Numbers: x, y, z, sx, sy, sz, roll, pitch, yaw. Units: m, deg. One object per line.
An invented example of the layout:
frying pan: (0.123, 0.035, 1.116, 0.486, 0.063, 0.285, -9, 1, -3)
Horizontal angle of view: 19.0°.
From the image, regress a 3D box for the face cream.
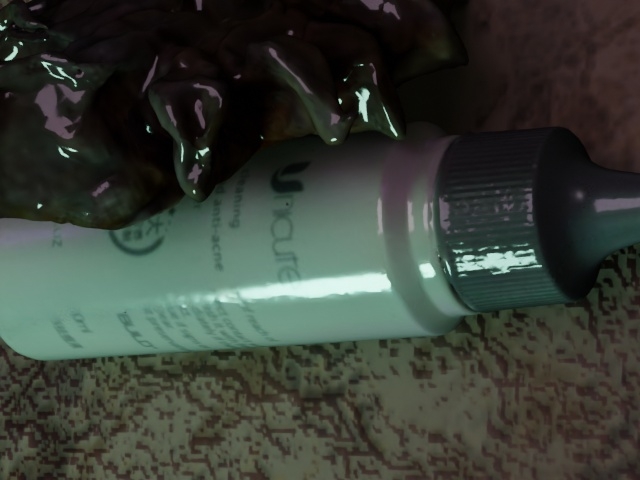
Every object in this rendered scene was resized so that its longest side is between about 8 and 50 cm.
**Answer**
face cream: (0.000, 0.000, 0.803, 0.311, 0.092, 0.092, -4, 74, 31)

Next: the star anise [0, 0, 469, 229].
star anise: (-0.046, -0.086, 0.792, 0.214, 0.220, 0.099, -2, 117, 16)
